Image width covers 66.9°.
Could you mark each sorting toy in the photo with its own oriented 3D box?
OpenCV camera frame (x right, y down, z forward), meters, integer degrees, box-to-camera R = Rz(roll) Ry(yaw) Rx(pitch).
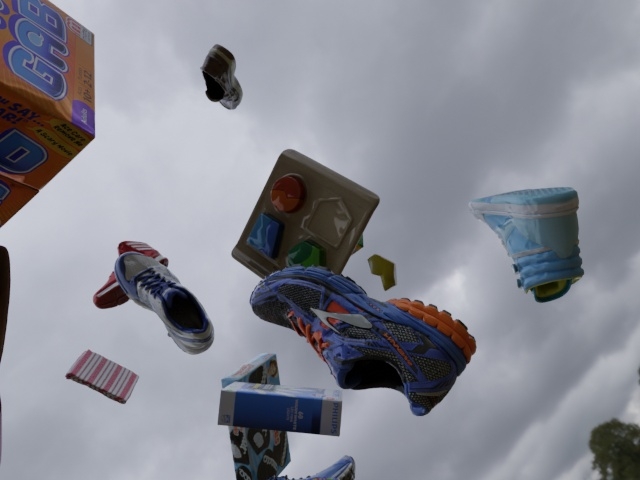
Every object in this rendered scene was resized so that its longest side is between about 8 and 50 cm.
[{"bbox_3d":[0.000,0.000,0.822,0.229,0.307,0.041,-61,-25,7],"label":"sorting toy"}]

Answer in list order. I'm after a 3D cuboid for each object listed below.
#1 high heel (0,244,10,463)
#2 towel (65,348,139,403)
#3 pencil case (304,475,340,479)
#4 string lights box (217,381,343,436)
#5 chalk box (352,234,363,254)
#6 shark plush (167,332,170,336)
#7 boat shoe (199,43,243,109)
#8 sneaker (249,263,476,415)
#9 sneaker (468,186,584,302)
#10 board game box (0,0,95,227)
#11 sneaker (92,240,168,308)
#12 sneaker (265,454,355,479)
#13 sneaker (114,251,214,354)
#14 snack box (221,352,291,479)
[{"bbox_3d":[-0.550,0.190,0.781,0.181,0.377,0.127,-32,-16,3],"label":"high heel"},{"bbox_3d":[-0.674,0.425,1.513,0.197,0.144,0.029,32,-76,-12],"label":"towel"},{"bbox_3d":[0.051,0.490,0.721,0.119,0.306,0.133,37,-92,-31],"label":"pencil case"},{"bbox_3d":[-0.082,0.370,1.075,0.133,0.259,0.077,70,-156,-82],"label":"string lights box"},{"bbox_3d":[0.048,-0.055,1.572,0.132,0.213,0.132,25,-42,-26],"label":"chalk box"},{"bbox_3d":[-0.350,0.196,1.240,0.067,0.073,0.161,-71,-10,-47],"label":"shark plush"},{"bbox_3d":[-0.277,-0.415,1.303,0.095,0.095,0.257,-59,-7,-14],"label":"boat shoe"},{"bbox_3d":[0.021,0.086,0.441,0.087,0.221,0.083,-58,-35,-29],"label":"sneaker"},{"bbox_3d":[0.388,0.008,0.944,0.127,0.319,0.208,-12,-85,0],"label":"sneaker"},{"bbox_3d":[-0.689,-0.292,0.908,0.356,0.356,0.356,-33,-37,20],"label":"board game box"},{"bbox_3d":[-0.533,0.084,1.302,0.221,0.128,0.087,-36,-25,-41],"label":"sneaker"},{"bbox_3d":[-0.062,0.609,1.167,0.330,0.147,0.130,-25,-47,-20],"label":"sneaker"},{"bbox_3d":[-0.338,0.116,1.073,0.112,0.296,0.131,-44,-9,-32],"label":"sneaker"},{"bbox_3d":[-0.165,0.486,1.292,0.187,0.060,0.322,-19,-77,-63],"label":"snack box"}]
